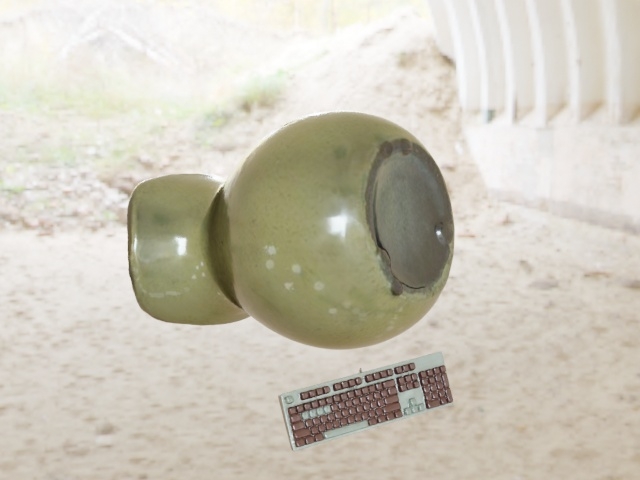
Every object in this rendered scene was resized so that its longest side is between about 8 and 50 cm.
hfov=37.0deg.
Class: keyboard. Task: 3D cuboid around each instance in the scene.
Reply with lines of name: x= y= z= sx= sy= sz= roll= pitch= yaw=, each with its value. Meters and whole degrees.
keyboard: x=0.044 y=0.141 z=0.862 sx=0.166 sy=0.055 sz=0.017 roll=-11 pitch=-8 yaw=-24

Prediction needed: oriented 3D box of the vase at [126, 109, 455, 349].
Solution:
vase: x=0.000 y=0.000 z=1.038 sx=0.302 sy=0.240 sz=0.329 roll=-10 pitch=-9 yaw=37
